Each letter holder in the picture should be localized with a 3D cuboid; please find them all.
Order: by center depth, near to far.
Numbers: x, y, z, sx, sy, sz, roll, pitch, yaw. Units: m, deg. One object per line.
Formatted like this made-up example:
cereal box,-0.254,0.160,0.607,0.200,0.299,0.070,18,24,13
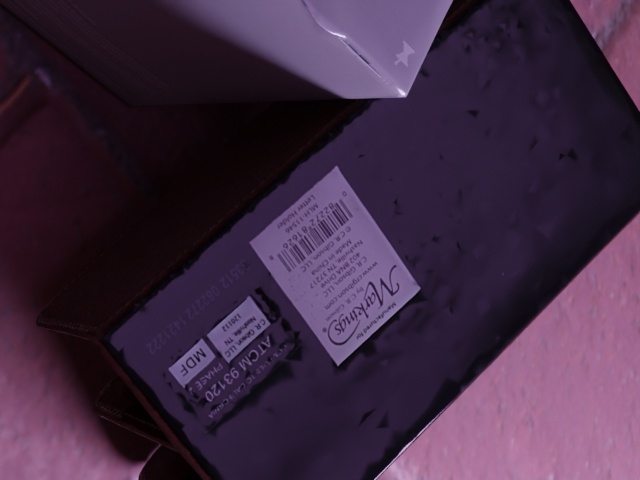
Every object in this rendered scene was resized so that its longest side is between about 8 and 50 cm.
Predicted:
letter holder,0.000,0.000,0.828,0.302,0.214,0.152,-42,109,-19

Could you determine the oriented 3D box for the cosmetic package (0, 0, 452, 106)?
cosmetic package,-0.053,-0.139,0.754,0.127,0.238,0.107,40,65,-36
